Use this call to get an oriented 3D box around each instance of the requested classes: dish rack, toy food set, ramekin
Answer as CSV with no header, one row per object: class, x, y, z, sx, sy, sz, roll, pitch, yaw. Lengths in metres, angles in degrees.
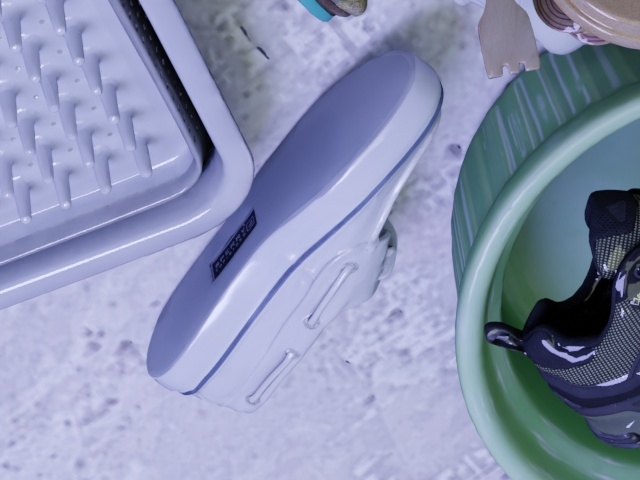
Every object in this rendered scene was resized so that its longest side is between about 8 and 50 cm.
dish rack,-0.209,-0.088,0.973,0.285,0.072,0.333,-21,140,5
toy food set,0.165,-0.150,0.951,0.192,0.038,0.132,-10,82,-3
ramekin,0.216,0.011,1.076,0.303,0.148,0.303,-2,119,-5

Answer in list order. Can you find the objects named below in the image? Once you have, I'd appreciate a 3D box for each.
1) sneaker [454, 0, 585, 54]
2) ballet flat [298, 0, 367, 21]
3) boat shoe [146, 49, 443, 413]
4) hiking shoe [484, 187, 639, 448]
sneaker,0.046,-0.169,1.003,0.232,0.090,0.115,40,115,-14
ballet flat,-0.075,-0.257,0.883,0.348,0.123,0.123,45,107,-6
boat shoe,0.000,0.000,1.089,0.084,0.095,0.258,28,123,-24
hiking shoe,0.190,0.006,0.935,0.114,0.086,0.227,35,111,-25
